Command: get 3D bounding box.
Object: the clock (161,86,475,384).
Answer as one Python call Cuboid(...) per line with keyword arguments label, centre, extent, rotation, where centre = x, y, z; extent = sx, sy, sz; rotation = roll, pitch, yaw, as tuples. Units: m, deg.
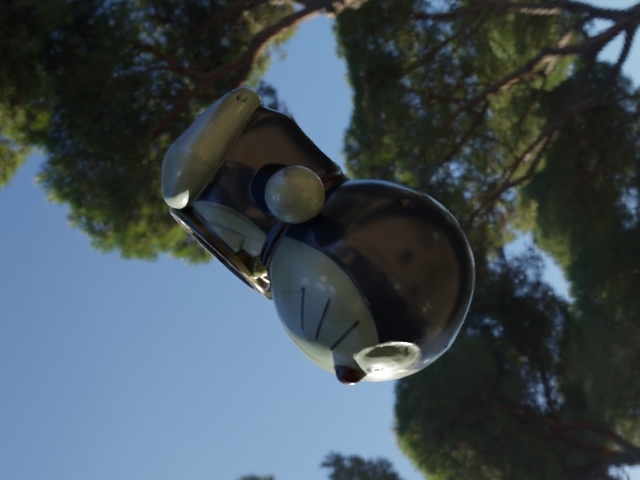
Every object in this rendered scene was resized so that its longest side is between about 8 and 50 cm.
Cuboid(label="clock", centre=(0.000, 0.000, 0.680), extent=(0.146, 0.243, 0.199), rotation=(-49, -14, -14))
